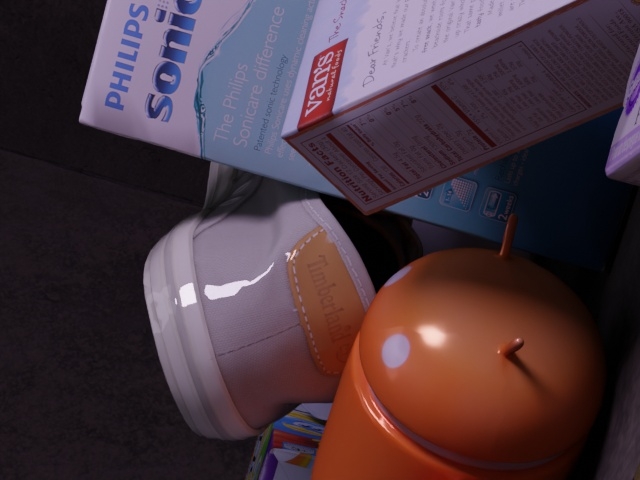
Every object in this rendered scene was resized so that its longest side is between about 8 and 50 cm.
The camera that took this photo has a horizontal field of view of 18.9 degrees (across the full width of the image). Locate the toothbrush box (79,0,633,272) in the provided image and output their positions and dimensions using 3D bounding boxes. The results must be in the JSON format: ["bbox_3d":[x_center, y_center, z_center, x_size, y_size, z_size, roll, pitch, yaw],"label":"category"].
[{"bbox_3d":[0.041,-0.134,1.042,0.126,0.295,0.216,-82,7,-75],"label":"toothbrush box"}]

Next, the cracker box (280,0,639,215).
[{"bbox_3d":[0.100,-0.120,0.849,0.232,0.067,0.155,-22,39,36],"label":"cracker box"}]

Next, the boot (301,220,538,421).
[{"bbox_3d":[0.091,0.032,1.360,0.123,0.095,0.258,-13,-25,-51],"label":"boot"}]

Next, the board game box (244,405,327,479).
[{"bbox_3d":[0.013,0.208,1.392,0.275,0.144,0.142,-109,35,-85],"label":"board game box"}]

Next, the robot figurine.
[{"bbox_3d":[0.068,0.091,0.965,0.158,0.128,0.219,-27,-32,-37],"label":"robot figurine"}]

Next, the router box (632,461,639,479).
[{"bbox_3d":[0.120,0.066,0.309,0.309,0.081,0.243,-78,3,-62],"label":"router box"}]

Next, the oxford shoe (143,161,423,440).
[{"bbox_3d":[0.000,0.000,1.189,0.449,0.130,0.169,-68,-41,-74],"label":"oxford shoe"}]

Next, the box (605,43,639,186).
[{"bbox_3d":[0.156,-0.064,0.578,0.324,0.067,0.063,112,174,-82],"label":"box"}]
